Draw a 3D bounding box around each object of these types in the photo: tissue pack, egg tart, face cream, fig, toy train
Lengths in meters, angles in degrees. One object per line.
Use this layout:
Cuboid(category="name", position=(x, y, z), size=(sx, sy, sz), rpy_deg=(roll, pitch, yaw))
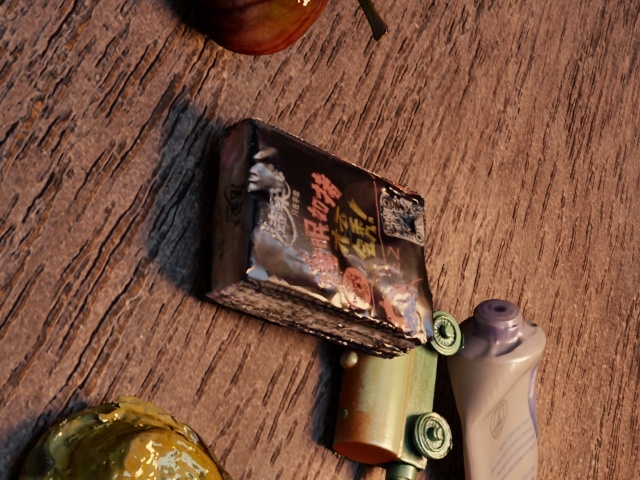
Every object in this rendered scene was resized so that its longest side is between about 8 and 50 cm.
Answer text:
Cuboid(category="tissue pack", position=(0.000, 0.000, 1.964), size=(0.332, 0.123, 0.245), rpy_deg=(21, 57, -36))
Cuboid(category="egg tart", position=(-0.187, 0.295, 1.627), size=(0.295, 0.116, 0.295), rpy_deg=(23, 49, -30))
Cuboid(category="face cream", position=(0.261, 0.285, 2.233), size=(0.235, 0.137, 0.420), rpy_deg=(-37, 130, -51))
Cuboid(category="fig", position=(-0.044, -0.346, 1.922), size=(0.186, 0.249, 0.204), rpy_deg=(55, 39, -39))
Cuboid(category="toy train", position=(0.096, 0.191, 2.083), size=(0.177, 0.116, 0.285), rpy_deg=(27, 60, -33))
